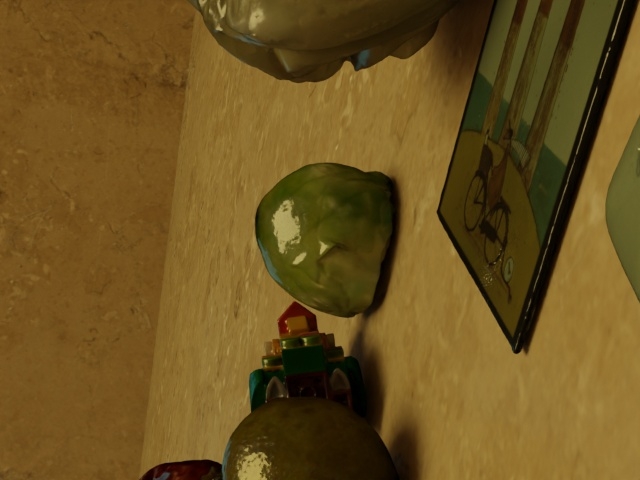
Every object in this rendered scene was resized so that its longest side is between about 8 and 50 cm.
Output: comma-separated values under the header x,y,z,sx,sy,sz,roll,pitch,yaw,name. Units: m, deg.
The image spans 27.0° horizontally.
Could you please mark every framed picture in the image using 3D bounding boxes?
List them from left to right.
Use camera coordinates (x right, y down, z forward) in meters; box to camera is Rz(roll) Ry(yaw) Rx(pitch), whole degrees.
x,y,z,sx,sy,sz,roll,pitch,yaw,name
0.148,-0.118,0.913,0.244,0.013,0.323,-109,30,-66,framed picture

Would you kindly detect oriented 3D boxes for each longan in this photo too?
x,y,z,sx,sy,sz,roll,pitch,yaw,name
-0.020,0.206,1.084,0.145,0.176,0.154,40,-129,-58,longan

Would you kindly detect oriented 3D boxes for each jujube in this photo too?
x,y,z,sx,sy,sz,roll,pitch,yaw,name
-0.178,0.364,1.771,0.230,0.155,0.155,137,141,-61,jujube

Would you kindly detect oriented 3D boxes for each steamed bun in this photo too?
x,y,z,sx,sy,sz,roll,pitch,yaw,name
0.038,-0.279,1.097,0.324,0.219,0.309,-50,39,19,steamed bun

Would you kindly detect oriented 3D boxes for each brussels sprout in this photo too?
x,y,z,sx,sy,sz,roll,pitch,yaw,name
-0.003,-0.003,1.271,0.149,0.122,0.151,-93,18,-55,brussels sprout

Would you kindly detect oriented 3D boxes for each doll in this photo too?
x,y,z,sx,sy,sz,roll,pitch,yaw,name
-0.012,0.145,1.245,0.186,0.106,0.134,-101,3,-59,doll

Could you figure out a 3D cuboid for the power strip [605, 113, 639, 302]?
x,y,z,sx,sy,sz,roll,pitch,yaw,name
0.197,-0.064,0.518,0.193,0.059,0.265,-98,22,-56,power strip
